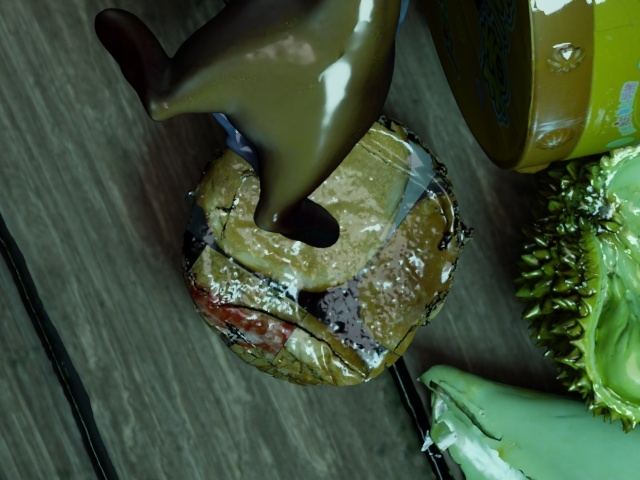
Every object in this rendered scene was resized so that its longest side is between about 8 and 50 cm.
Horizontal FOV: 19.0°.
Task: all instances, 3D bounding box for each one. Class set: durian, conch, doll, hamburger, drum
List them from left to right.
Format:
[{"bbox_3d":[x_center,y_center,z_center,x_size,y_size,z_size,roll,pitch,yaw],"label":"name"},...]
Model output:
[{"bbox_3d":[-0.040,-0.188,1.346,0.209,0.339,0.318,-7,127,7],"label":"doll"},{"bbox_3d":[0.000,0.000,1.481,0.231,0.107,0.231,0,93,-6],"label":"hamburger"},{"bbox_3d":[0.191,0.197,1.523,0.251,0.143,0.137,10,68,7],"label":"conch"},{"bbox_3d":[0.183,-0.264,1.314,0.214,0.431,0.431,-13,98,-6],"label":"drum"},{"bbox_3d":[0.251,0.020,1.479,0.200,0.176,0.237,-3,103,-17],"label":"durian"}]
